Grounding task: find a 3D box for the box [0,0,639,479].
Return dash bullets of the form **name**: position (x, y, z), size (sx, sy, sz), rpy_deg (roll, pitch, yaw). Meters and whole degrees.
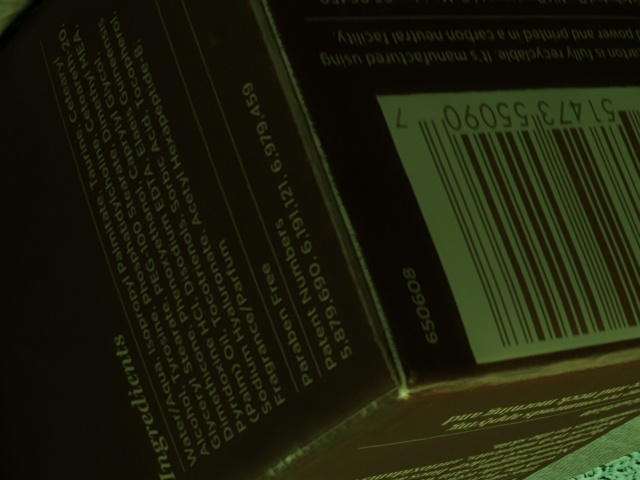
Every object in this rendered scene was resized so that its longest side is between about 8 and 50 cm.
- **box**: position (0.000, 0.000, 0.598), size (0.168, 0.167, 0.203), rpy_deg (-6, 158, -41)
